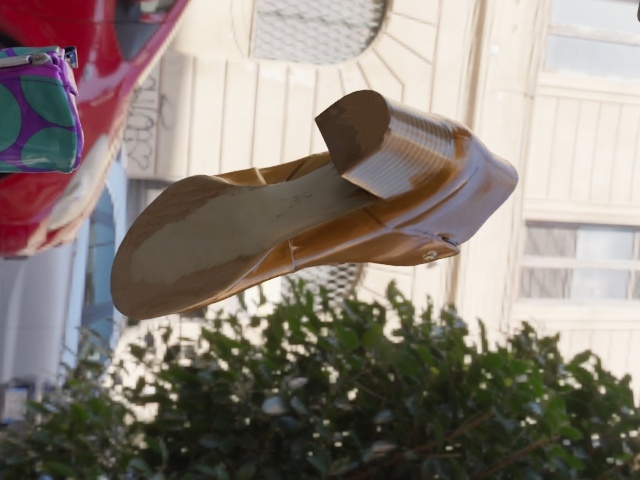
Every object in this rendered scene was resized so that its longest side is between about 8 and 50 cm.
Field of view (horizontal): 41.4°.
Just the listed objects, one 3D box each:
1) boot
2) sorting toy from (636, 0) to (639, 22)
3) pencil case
[{"bbox_3d":[0.000,-0.001,0.673,0.295,0.211,0.104,-30,-119,26],"label":"boot"},{"bbox_3d":[0.416,-0.276,0.736,0.257,0.089,0.255,26,-47,31],"label":"sorting toy"},{"bbox_3d":[-0.192,-0.066,0.400,0.070,0.152,0.064,111,-29,-46],"label":"pencil case"}]
